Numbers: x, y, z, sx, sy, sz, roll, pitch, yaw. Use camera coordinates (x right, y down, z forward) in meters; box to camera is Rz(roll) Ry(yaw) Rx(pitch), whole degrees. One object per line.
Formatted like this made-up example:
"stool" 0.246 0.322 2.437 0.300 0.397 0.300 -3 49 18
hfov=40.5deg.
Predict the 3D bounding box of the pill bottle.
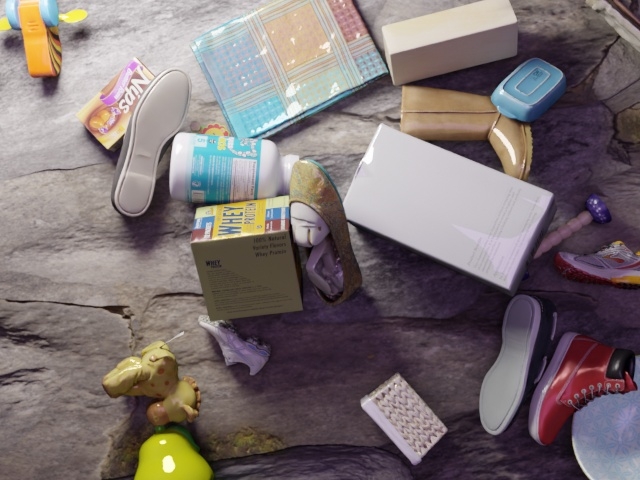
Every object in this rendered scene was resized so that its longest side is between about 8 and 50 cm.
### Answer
"pill bottle" -0.180 -0.145 1.831 0.264 0.146 0.146 5 87 -6

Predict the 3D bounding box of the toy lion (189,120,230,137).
"toy lion" -0.250 -0.214 1.907 0.096 0.034 0.100 22 89 -3

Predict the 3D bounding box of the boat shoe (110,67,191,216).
"boat shoe" -0.377 -0.216 1.864 0.112 0.095 0.335 18 95 -31

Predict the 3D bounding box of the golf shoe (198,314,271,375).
"golf shoe" -0.196 0.226 1.864 0.176 0.069 0.086 29 95 6

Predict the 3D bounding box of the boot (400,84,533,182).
"boot" 0.301 -0.219 1.821 0.270 0.089 0.236 4 57 2

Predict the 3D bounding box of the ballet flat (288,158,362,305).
"ballet flat" 0.000 0.000 1.744 0.123 0.123 0.348 -17 130 3

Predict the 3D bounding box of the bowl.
"bowl" 0.671 0.391 1.735 0.156 0.289 0.289 31 89 -37

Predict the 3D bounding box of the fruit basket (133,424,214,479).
"fruit basket" -0.296 0.589 1.794 0.392 0.283 0.392 -7 44 7

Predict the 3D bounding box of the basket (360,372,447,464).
"basket" 0.175 0.366 1.808 0.103 0.113 0.167 -42 86 -1

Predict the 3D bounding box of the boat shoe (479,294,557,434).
"boat shoe" 0.418 0.262 1.801 0.091 0.114 0.302 10 103 -34

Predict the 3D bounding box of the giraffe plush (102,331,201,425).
"giraffe plush" -0.331 0.312 1.823 0.210 0.181 0.170 -28 98 19

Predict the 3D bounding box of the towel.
"towel" -0.071 -0.397 1.899 0.370 0.040 0.271 -26 87 2

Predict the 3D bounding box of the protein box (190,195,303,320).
"protein box" -0.146 0.037 1.789 0.200 0.136 0.201 -7 124 3

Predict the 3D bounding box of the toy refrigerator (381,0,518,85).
"toy refrigerator" 0.272 -0.425 1.834 0.270 0.102 0.094 -14 57 4

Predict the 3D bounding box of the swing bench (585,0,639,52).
"swing bench" 0.722 -0.492 1.792 0.253 0.165 0.254 45 96 4

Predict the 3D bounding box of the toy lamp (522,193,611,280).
"toy lamp" 0.478 0.008 1.823 0.275 0.080 0.080 -32 86 2

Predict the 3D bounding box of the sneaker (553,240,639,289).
"sneaker" 0.589 0.046 1.807 0.225 0.088 0.092 8 79 -15

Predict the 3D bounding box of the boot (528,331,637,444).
"boot" 0.534 0.317 1.746 0.176 0.088 0.244 18 79 46

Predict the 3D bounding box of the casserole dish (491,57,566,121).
"casserole dish" 0.441 -0.322 1.816 0.114 0.037 0.188 37 60 21

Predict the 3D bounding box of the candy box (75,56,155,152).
"candy box" -0.431 -0.298 1.911 0.187 0.053 0.109 -44 86 2

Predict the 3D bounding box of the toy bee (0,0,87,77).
"toy bee" -0.607 -0.516 1.901 0.195 0.162 0.298 15 113 -4

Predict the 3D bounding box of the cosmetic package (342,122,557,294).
"cosmetic package" 0.256 -0.060 1.765 0.385 0.156 0.217 26 89 19
